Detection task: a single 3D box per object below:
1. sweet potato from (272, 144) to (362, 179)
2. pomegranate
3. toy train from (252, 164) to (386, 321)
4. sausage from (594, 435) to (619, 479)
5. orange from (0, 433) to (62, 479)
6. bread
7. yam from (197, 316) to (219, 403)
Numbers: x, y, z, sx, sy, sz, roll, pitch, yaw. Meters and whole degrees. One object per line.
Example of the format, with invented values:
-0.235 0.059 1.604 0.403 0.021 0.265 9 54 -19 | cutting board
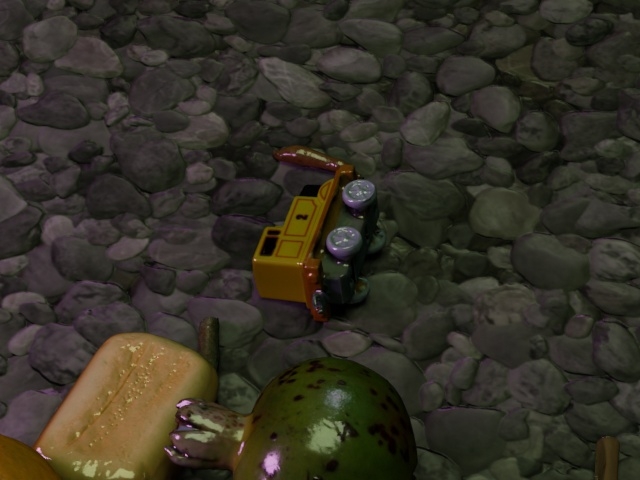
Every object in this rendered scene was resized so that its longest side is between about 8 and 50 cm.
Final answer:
-0.004 -0.097 2.172 0.115 0.026 0.026 15 46 13 | sweet potato
-0.025 0.207 1.741 0.248 0.202 0.202 17 45 -1 | pomegranate
0.000 0.000 2.032 0.127 0.089 0.219 5 45 15 | toy train
0.293 0.252 1.838 0.026 0.026 0.116 7 45 3 | sausage
-0.334 0.277 1.662 0.219 0.193 0.219 14 44 -14 | orange
-0.195 0.193 1.812 0.147 0.098 0.217 21 45 16 | bread
-0.125 0.126 1.936 0.033 0.027 0.129 2 44 -4 | yam
